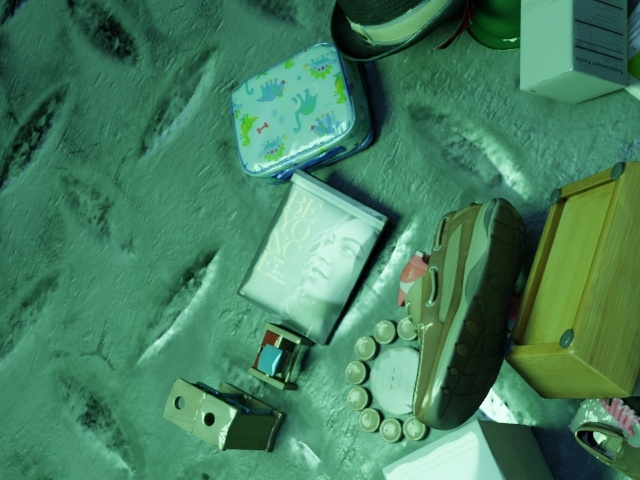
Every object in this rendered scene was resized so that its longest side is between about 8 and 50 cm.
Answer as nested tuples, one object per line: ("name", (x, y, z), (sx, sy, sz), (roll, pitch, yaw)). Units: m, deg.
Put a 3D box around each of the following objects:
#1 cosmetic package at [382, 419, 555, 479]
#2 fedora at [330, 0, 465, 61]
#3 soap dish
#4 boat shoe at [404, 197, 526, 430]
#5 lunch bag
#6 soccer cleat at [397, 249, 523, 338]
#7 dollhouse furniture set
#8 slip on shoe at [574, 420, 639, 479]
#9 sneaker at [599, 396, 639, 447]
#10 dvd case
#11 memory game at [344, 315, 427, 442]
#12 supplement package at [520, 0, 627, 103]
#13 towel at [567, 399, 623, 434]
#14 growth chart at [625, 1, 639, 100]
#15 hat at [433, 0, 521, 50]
("cosmetic package", (0.205, 0.331, 1.464), (0.151, 0.183, 0.151), (-32, 65, 21))
("fedora", (0.092, -0.417, 1.645), (0.334, 0.152, 0.334), (-33, 36, 27))
("soap dish", (0.341, 0.047, 1.401), (0.229, 0.118, 0.291), (154, 137, -73))
("boat shoe", (0.173, 0.094, 1.477), (0.116, 0.123, 0.324), (-1, 55, 37))
("lunch bag", (-0.031, -0.191, 1.780), (0.219, 0.090, 0.176), (-23, 67, 25))
("soccer cleat", (0.211, 0.098, 1.581), (0.248, 0.083, 0.095), (30, 109, 34))
("dollhouse furniture set", (-0.125, 0.208, 1.726), (0.129, 0.129, 0.184), (22, 92, 33))
("slip on shoe", (0.376, 0.262, 1.406), (0.135, 0.041, 0.051), (29, 97, 34))
("sneaker", (0.387, 0.202, 1.415), (0.057, 0.047, 0.119), (-11, 46, -15))
("dvd case", (-0.014, 0.025, 1.730), (0.164, 0.018, 0.221), (30, 101, 17))
("memory game", (0.116, 0.200, 1.650), (0.186, 0.012, 0.186), (-8, 75, 30))
("supplement package", (0.342, -0.289, 1.545), (0.105, 0.105, 0.179), (-14, 70, 58))
("towel", (0.453, 0.169, 1.431), (0.187, 0.049, 0.282), (33, 98, 34))
("growth chart", (0.483, -0.288, 1.528), (0.172, 0.021, 0.237), (36, 101, 33))
("hat", (0.236, -0.367, 1.598), (0.173, 0.183, 0.209), (-29, 66, 25))
